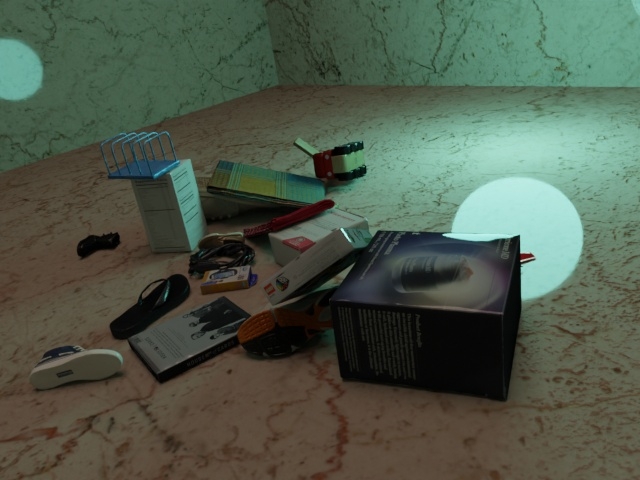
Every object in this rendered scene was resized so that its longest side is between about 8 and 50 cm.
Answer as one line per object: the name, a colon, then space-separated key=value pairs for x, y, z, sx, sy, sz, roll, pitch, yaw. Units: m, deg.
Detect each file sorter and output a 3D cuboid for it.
file sorter: x=-0.506 y=-0.240 z=1.639 sx=0.170 sy=0.104 sz=0.118 roll=4 pitch=30 yaw=27

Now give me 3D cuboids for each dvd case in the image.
dvd case: x=-0.270 y=0.203 z=1.262 sx=0.238 sy=0.030 sz=0.179 roll=-24 pitch=28 yaw=-29

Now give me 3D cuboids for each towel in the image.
towel: x=-0.167 y=-0.176 z=1.910 sx=0.370 sy=0.040 sz=0.271 roll=10 pitch=24 yaw=-5
towel: x=-0.096 y=-0.062 z=1.663 sx=0.198 sy=0.031 sz=0.275 roll=-22 pitch=4 yaw=-24

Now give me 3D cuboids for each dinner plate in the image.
dinner plate: x=-0.065 y=0.148 z=1.328 sx=0.141 sy=0.017 sz=0.141 roll=-8 pitch=26 yaw=4

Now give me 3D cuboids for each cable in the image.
cable: x=-0.264 y=0.049 z=1.594 sx=0.184 sy=0.047 sz=0.150 roll=-10 pitch=19 yaw=5

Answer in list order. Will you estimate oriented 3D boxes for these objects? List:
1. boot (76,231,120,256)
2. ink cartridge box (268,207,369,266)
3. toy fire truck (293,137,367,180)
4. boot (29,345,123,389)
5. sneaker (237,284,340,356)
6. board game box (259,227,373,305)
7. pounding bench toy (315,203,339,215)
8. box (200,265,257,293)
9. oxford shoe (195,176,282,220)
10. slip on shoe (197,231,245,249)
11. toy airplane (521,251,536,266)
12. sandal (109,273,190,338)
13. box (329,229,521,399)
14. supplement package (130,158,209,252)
boot: x=-0.688 y=0.011 z=1.830 sx=0.099 sy=0.045 sz=0.121 roll=-3 pitch=24 yaw=7
ink cartridge box: x=0.000 y=0.000 z=1.536 sx=0.218 sy=0.092 sz=0.158 roll=-25 pitch=27 yaw=-28
toy fire truck: x=0.017 y=-0.293 z=2.072 sx=0.246 sy=0.159 sz=0.217 roll=-3 pitch=13 yaw=23
boot: x=-0.493 y=0.242 z=1.206 sx=0.190 sy=0.069 sz=0.086 roll=-11 pitch=27 yaw=1
sneaker: x=-0.042 y=0.164 z=1.217 sx=0.262 sy=0.099 sz=0.121 roll=-17 pitch=1 yaw=-5
board game box: x=0.009 y=0.048 z=1.227 sx=0.193 sy=0.053 sz=0.305 roll=-36 pitch=-8 yaw=12
pounding bench toy: x=0.011 y=-0.070 z=1.737 sx=0.065 sy=0.052 sz=0.083 roll=4 pitch=27 yaw=27
box: x=-0.229 y=0.097 z=1.485 sx=0.136 sy=0.028 sz=0.081 roll=-10 pitch=24 yaw=3
oxford shoe: x=-0.343 y=-0.128 z=1.923 sx=0.449 sy=0.130 sz=0.169 roll=1 pitch=22 yaw=-13
slip on shoe: x=-0.283 y=0.009 z=1.681 sx=0.135 sy=0.051 sz=0.041 roll=-7 pitch=35 yaw=-9
toy airplane: x=0.425 y=0.032 z=1.387 sx=0.151 sy=0.028 sz=0.151 roll=-6 pitch=24 yaw=3
sandal: x=-0.399 y=0.144 z=1.409 sx=0.097 sy=0.054 sz=0.254 roll=2 pitch=26 yaw=23
box: x=0.211 y=0.117 z=1.094 sx=0.294 sy=0.183 sz=0.296 roll=3 pitch=27 yaw=22
supplement package: x=-0.441 y=-0.102 z=1.738 sx=0.139 sy=0.244 sz=0.134 roll=-2 pitch=25 yaw=15
